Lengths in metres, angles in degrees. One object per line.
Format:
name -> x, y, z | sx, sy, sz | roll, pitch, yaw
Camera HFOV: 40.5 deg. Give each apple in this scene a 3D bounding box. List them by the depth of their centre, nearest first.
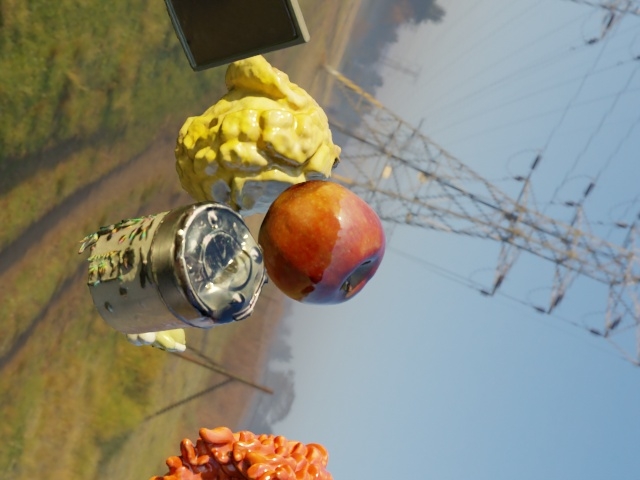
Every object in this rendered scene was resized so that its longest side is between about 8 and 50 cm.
apple -> 0.000, 0.000, 1.575 | 0.230, 0.229, 0.230 | -158, -90, -88

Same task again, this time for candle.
candle -> -0.254, 0.050, 1.320 | 0.330, 0.187, 0.187 | -11, -136, 36

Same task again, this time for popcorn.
popcorn -> -0.140, -0.220, 1.805 | 0.349, 0.348, 0.382 | 123, -42, -77

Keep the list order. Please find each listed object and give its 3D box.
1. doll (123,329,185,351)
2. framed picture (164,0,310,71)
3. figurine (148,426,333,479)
doll -> -0.304, 0.162, 1.569 | 0.062, 0.106, 0.162 | -51, 154, 0
framed picture -> -0.141, -0.368, 1.153 | 0.018, 0.192, 0.266 | -55, 130, -54
figurine -> -0.098, 0.419, 1.119 | 0.241, 0.306, 0.412 | -27, -146, 24
